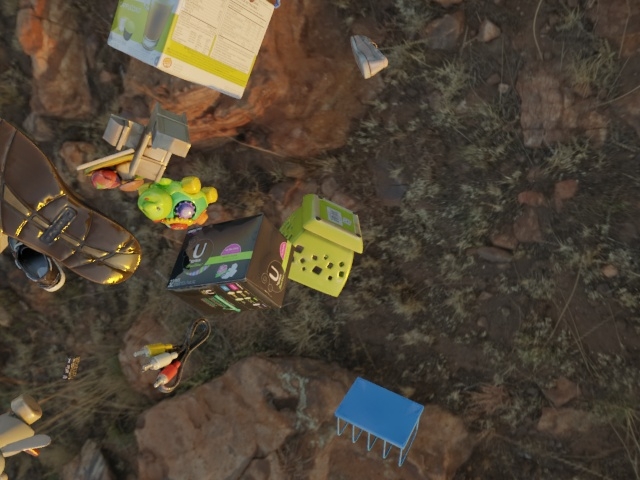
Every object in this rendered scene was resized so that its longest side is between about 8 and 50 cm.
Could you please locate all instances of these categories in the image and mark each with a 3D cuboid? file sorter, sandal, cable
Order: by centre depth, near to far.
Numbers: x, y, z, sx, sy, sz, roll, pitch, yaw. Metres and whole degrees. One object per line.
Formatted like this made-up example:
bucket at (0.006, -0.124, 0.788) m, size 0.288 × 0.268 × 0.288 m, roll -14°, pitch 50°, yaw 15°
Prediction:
sandal at (-0.283, -0.037, 0.501) m, size 0.090 × 0.219 × 0.060 m, roll -52°, pitch 33°, yaw -8°
file sorter at (0.136, 0.426, 1.132) m, size 0.171 × 0.118 × 0.104 m, roll 18°, pitch 130°, yaw 26°
cable at (-0.378, 0.309, 1.332) m, size 0.072 × 0.287 × 0.139 m, roll -31°, pitch 90°, yaw 33°

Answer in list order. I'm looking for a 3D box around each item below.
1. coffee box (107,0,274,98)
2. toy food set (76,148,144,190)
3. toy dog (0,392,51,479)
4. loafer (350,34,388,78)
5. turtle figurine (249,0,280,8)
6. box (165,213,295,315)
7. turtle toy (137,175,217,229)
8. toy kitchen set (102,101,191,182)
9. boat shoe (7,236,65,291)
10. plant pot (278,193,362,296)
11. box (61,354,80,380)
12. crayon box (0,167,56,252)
coffee box at (-0.422, -0.708, 1.576) m, size 0.338 × 0.338 × 0.334 m, roll 32°, pitch 106°, yaw 34°
toy food set at (-0.423, -0.133, 1.024) m, size 0.128 × 0.218 × 0.071 m, roll -20°, pitch 98°, yaw -9°
toy dog at (-0.775, 0.529, 1.198) m, size 0.220 × 0.333 × 0.160 m, roll -35°, pitch 106°, yaw 3°
loafer at (0.074, -0.284, 0.740) m, size 0.039 × 0.125 × 0.045 m, roll -16°, pitch 130°, yaw 6°
turtle figurine at (-0.113, -0.557, 0.888) m, size 0.267 × 0.198 × 0.274 m, roll 16°, pitch 98°, yaw 25°
box at (-0.073, 0.022, 0.402) m, size 0.083 × 0.052 × 0.062 m, roll -11°, pitch 52°, yaw 29°
turtle toy at (-0.211, -0.052, 0.692) m, size 0.095 × 0.130 × 0.066 m, roll -6°, pitch 78°, yaw 15°
toy kitchen set at (-0.183, -0.093, 0.494) m, size 0.083 × 0.068 × 0.075 m, roll -56°, pitch 34°, yaw 25°
boat shoe at (-0.409, 0.021, 0.683) m, size 0.046 × 0.038 × 0.125 m, roll -39°, pitch 66°, yaw -15°
plant pot at (0.000, 0.000, 1.479) m, size 0.227 × 0.228 × 0.207 m, roll 24°, pitch 119°, yaw -15°
box at (-0.770, 0.392, 1.494) m, size 0.018 × 0.083 × 0.067 m, roll 12°, pitch 82°, yaw -11°
crayon box at (-0.812, -0.053, 1.212) m, size 0.083 × 0.322 × 0.203 m, roll 36°, pitch 144°, yaw -15°
